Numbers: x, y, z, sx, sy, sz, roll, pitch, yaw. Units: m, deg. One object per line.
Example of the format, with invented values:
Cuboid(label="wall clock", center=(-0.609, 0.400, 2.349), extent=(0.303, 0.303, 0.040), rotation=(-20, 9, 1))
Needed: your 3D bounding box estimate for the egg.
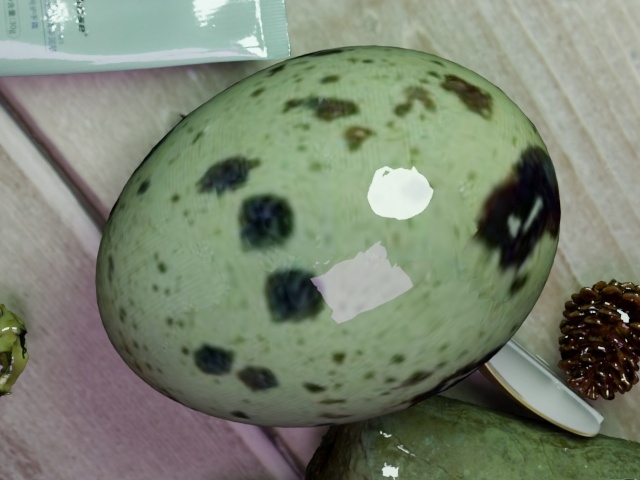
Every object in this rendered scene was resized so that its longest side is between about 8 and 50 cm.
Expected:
Cuboid(label="egg", center=(0.000, 0.000, 1.175), extent=(0.379, 0.287, 0.287), rotation=(-12, 122, 17))

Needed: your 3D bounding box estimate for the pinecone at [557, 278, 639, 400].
Cuboid(label="pinecone", center=(0.255, 0.088, 1.344), extent=(0.102, 0.102, 0.109), rotation=(39, 80, -22))

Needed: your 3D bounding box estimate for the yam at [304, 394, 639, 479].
Cuboid(label="yam", center=(0.141, 0.244, 1.384), extent=(0.300, 0.195, 0.195), rotation=(14, 122, -9))

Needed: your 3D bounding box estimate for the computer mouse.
Cuboid(label="computer mouse", center=(0.174, 0.116, 1.362), extent=(0.199, 0.102, 0.045), rotation=(38, 95, -23))

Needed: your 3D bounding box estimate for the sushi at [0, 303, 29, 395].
Cuboid(label="sushi", center=(-0.402, 0.074, 1.315), extent=(0.291, 0.131, 0.139), rotation=(22, 119, -23))

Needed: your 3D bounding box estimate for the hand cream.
Cuboid(label="hand cream", center=(-0.187, -0.179, 1.182), extent=(0.321, 0.067, 0.109), rotation=(-7, 87, 5))
